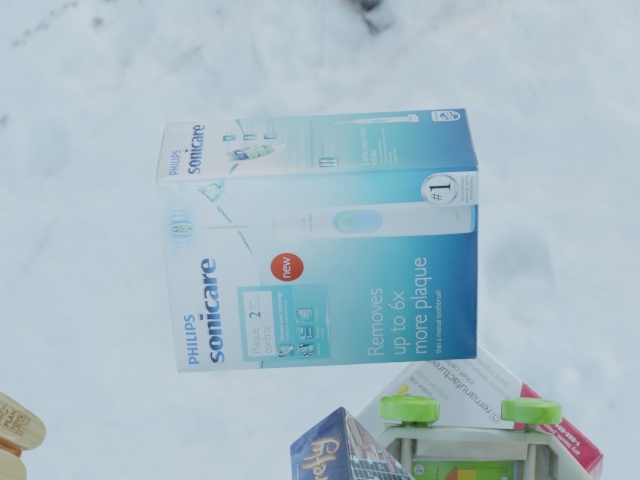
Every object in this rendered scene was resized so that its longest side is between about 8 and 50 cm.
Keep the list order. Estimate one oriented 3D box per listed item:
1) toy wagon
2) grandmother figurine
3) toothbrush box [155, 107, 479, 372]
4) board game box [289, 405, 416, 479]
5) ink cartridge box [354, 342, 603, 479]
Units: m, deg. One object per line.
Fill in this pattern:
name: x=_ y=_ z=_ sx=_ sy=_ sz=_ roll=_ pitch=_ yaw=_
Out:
toy wagon: x=0.090 y=0.273 z=1.396 sx=0.344 sy=0.068 sz=0.267 roll=3 pitch=88 yaw=-13
grandmother figurine: x=-0.363 y=0.285 z=1.423 sx=0.104 sy=0.208 sz=0.342 roll=34 pitch=119 yaw=-3
toothbrush box: x=0.000 y=0.000 z=1.484 sx=0.295 sy=0.216 sz=0.126 roll=-1 pitch=31 yaw=1
board game box: x=0.054 y=0.215 z=0.810 sx=0.042 sy=0.165 sz=0.243 roll=-36 pitch=23 yaw=15
ink cartridge box: x=0.117 y=0.275 z=1.651 sx=0.226 sy=0.131 sz=0.306 roll=41 pitch=74 yaw=19
